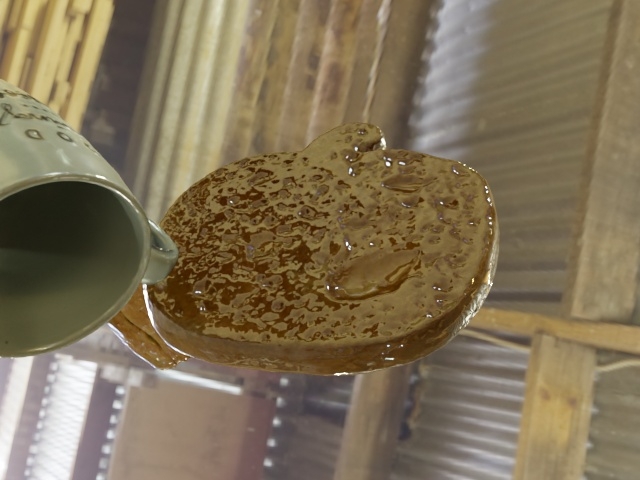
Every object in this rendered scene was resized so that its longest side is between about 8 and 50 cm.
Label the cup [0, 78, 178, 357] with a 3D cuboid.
[{"bbox_3d":[-0.258,-0.031,0.904,0.186,0.258,0.234,-56,-133,16],"label":"cup"}]

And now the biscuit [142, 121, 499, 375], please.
[{"bbox_3d":[0.000,0.001,1.009,0.063,0.367,0.314,71,27,-44],"label":"biscuit"}]

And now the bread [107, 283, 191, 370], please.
[{"bbox_3d":[-0.291,0.070,1.581,0.167,0.294,0.132,-40,-152,11],"label":"bread"}]
